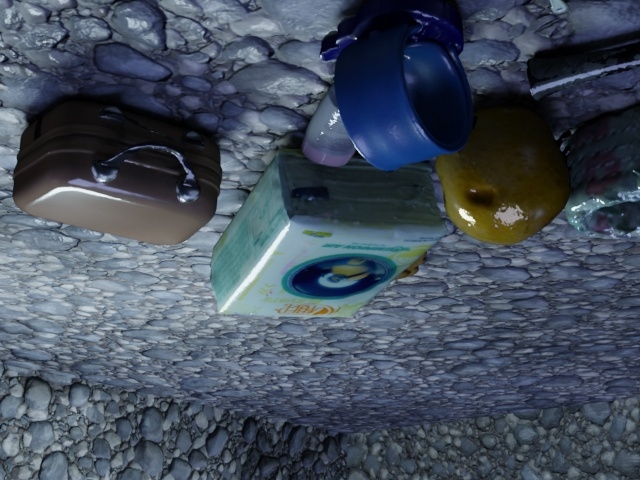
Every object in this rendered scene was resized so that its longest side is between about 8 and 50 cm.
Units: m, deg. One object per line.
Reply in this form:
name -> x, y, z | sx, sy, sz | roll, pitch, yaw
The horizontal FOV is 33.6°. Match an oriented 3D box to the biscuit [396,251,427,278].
biscuit -> 0.088, 0.051, 2.185 | 0.319, 0.047, 0.183 | -10, 155, 32

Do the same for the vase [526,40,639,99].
vase -> 0.354, -0.225, 1.365 | 0.167, 0.059, 0.059 | -10, 157, 29

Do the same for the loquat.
loquat -> 0.273, -0.090, 1.547 | 0.213, 0.213, 0.213 | 1, 160, 1

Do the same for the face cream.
face cream -> 0.027, -0.169, 1.552 | 0.084, 0.057, 0.198 | 13, 161, -7

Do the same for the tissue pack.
tissue pack -> 0.000, 0.000, 1.814 | 0.287, 0.162, 0.388 | 4, 154, -22

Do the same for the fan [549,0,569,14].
fan -> 0.242, -0.315, 1.194 | 0.152, 0.008, 0.226 | -10, 156, 27

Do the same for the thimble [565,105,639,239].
thimble -> 0.462, -0.097, 1.581 | 0.185, 0.149, 0.211 | 3, 161, 1

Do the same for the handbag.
handbag -> -0.290, -0.108, 1.619 | 0.301, 0.149, 0.283 | 16, 158, -30

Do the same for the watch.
watch -> 0.103, -0.185, 1.295 | 0.196, 0.200, 0.171 | 23, 148, -38
